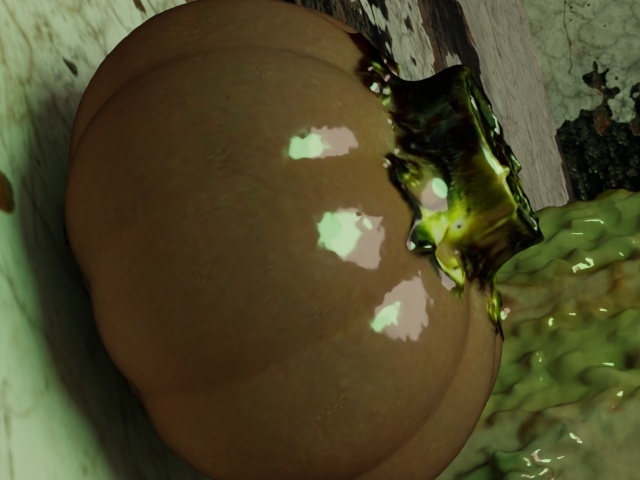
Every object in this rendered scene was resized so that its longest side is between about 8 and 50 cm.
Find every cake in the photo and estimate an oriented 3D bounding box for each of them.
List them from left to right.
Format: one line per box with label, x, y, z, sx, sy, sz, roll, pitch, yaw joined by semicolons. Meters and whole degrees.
cake;0.180;0.165;1.038;0.307;0.314;0.293;-92;157;-46

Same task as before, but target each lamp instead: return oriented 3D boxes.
lamp;0.000;0.000;0.780;0.305;0.239;0.305;57;18;-30
